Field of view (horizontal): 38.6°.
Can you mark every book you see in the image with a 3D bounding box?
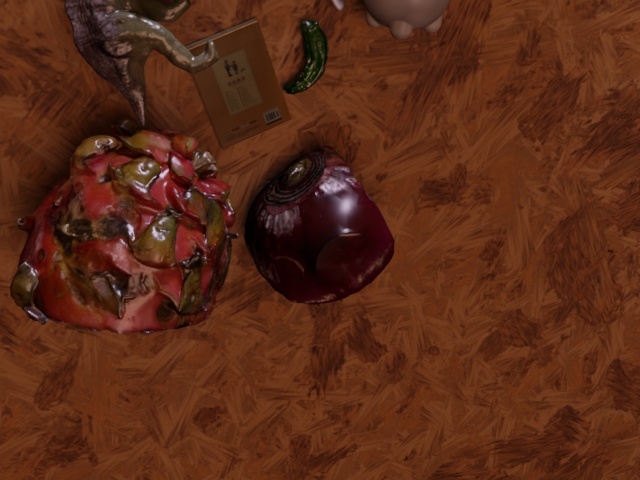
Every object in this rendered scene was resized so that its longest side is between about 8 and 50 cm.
[{"bbox_3d":[-0.121,-0.228,1.349,0.118,0.012,0.172,-24,126,-7],"label":"book"}]

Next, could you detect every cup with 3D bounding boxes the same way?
[{"bbox_3d":[0.103,-0.365,1.283,0.173,0.134,0.142,-9,125,-19],"label":"cup"}]

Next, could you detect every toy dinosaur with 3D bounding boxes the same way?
[{"bbox_3d":[-0.251,-0.304,1.179,0.162,0.077,0.294,-26,95,-6],"label":"toy dinosaur"}]

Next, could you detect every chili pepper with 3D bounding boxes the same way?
[{"bbox_3d":[-0.016,-0.271,1.356,0.055,0.035,0.118,8,125,-19],"label":"chili pepper"}]

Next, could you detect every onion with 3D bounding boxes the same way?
[{"bbox_3d":[-0.004,0.004,1.420,0.207,0.206,0.216,-34,126,0],"label":"onion"}]

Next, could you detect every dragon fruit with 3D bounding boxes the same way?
[{"bbox_3d":[-0.264,-0.039,1.273,0.296,0.314,0.263,8,102,0],"label":"dragon fruit"}]
